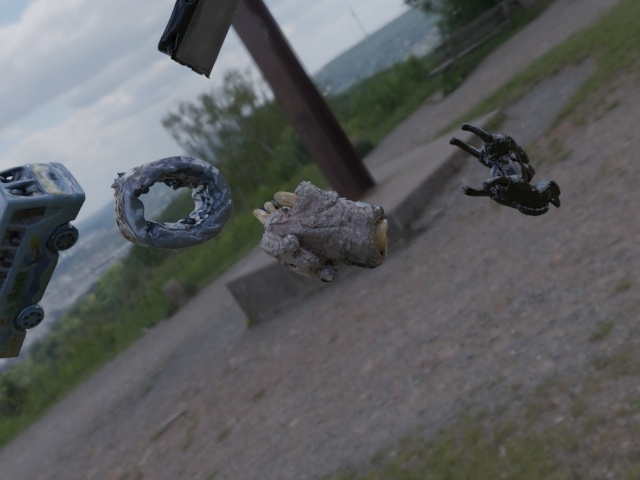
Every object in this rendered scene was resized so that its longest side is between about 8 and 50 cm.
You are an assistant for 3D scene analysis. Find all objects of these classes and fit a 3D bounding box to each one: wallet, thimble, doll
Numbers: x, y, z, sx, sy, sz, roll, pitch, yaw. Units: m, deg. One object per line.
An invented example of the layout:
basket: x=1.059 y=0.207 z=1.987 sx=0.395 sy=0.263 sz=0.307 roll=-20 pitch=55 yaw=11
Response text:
wallet: x=-0.164 y=-0.326 z=1.324 sx=0.222 sy=0.036 sz=0.167 roll=-28 pitch=-39 yaw=-83
thimble: x=-0.207 y=-0.052 z=1.278 sx=0.151 sy=0.127 sz=0.118 roll=-15 pitch=5 yaw=-24
doll: x=0.277 y=-0.095 z=1.339 sx=0.057 sy=0.165 sz=0.139 roll=126 pitch=147 yaw=-45

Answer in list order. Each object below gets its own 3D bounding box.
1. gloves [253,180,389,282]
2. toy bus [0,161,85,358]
gloves: x=0.002 y=-0.003 z=0.989 sx=0.144 sy=0.110 sz=0.094 roll=-8 pitch=63 yaw=29
toy bus: x=-0.479 y=0.034 z=1.412 sx=0.136 sy=0.109 sz=0.329 roll=1 pitch=-54 yaw=-47
